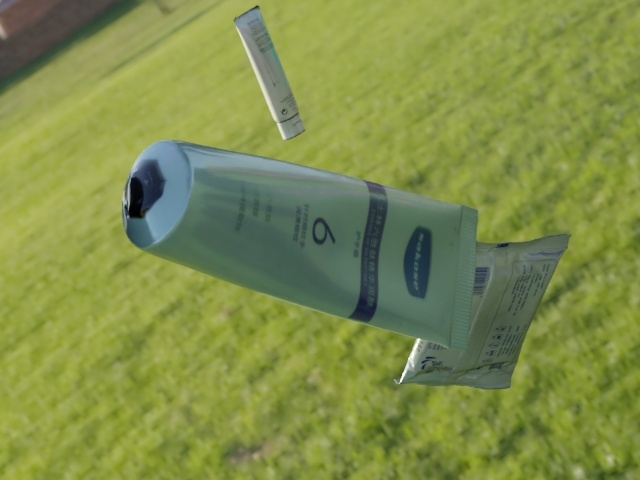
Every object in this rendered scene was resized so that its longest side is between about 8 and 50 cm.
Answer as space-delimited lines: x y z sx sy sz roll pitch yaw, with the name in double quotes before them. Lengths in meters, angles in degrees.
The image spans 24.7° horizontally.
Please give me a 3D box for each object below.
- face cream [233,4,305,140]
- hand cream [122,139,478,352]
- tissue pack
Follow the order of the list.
"face cream" -0.042 -0.141 1.235 0.020 0.115 0.038 -8 21 39
"hand cream" 0.000 0.000 0.992 0.067 0.320 0.109 -4 76 44
"tissue pack" 0.148 0.070 1.343 0.122 0.193 0.026 -3 43 -22
